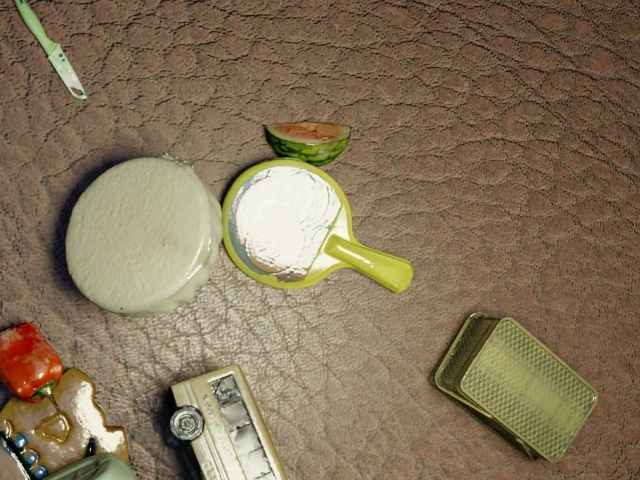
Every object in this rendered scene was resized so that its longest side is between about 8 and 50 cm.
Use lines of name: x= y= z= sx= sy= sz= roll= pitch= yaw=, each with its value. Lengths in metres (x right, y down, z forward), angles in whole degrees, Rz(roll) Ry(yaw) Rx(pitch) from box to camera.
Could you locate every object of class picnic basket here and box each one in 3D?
picnic basket: x=0.345 y=0.265 z=1.592 sx=0.266 sy=0.139 sz=0.165 roll=39 pitch=77 yaw=-10

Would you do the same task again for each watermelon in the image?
watermelon: x=-0.018 y=-0.162 z=1.574 sx=0.163 sy=0.087 sz=0.069 roll=0 pitch=123 yaw=-14

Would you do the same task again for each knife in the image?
knife: x=-0.450 y=-0.323 z=1.478 sx=0.030 sy=0.014 sz=0.207 roll=-33 pitch=96 yaw=-15

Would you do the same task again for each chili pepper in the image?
chili pepper: x=-0.446 y=0.208 z=1.378 sx=0.086 sy=0.084 sz=0.192 roll=-40 pitch=73 yaw=11

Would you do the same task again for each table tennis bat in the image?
table tennis bat: x=0.000 y=0.000 z=1.557 sx=0.368 sy=0.054 sz=0.224 roll=26 pitch=90 yaw=-13

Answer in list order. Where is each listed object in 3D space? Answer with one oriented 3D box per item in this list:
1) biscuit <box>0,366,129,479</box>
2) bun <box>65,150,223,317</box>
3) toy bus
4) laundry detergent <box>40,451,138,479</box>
biscuit: x=-0.457 y=0.358 z=1.406 sx=0.301 sy=0.043 sz=0.278 roll=-11 pitch=89 yaw=-16
bun: x=-0.260 y=0.008 z=1.438 sx=0.263 sy=0.175 sz=0.263 roll=-6 pitch=70 yaw=17
toy bus: x=-0.143 y=0.354 z=1.423 sx=0.157 sy=0.139 sz=0.290 roll=-20 pitch=75 yaw=-20
laundry detergent: x=-0.337 y=0.550 z=1.371 sx=0.263 sy=0.124 sz=0.398 roll=-27 pitch=107 yaw=-8
